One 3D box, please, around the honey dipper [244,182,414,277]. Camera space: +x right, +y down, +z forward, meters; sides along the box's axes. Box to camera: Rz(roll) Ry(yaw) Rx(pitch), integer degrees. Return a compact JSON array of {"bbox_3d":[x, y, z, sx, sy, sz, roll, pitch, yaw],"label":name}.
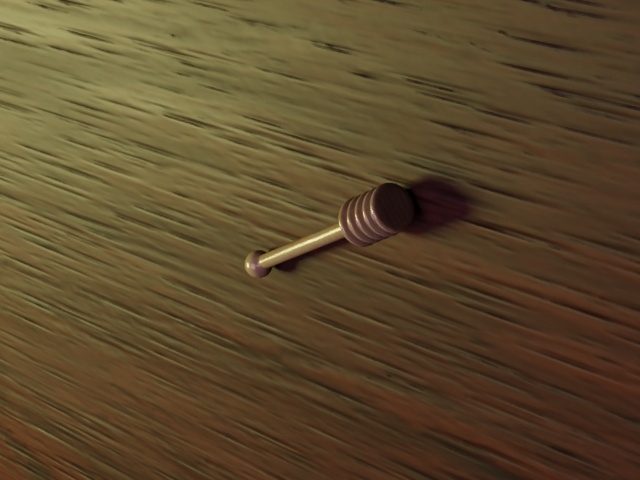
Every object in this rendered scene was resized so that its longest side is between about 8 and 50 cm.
[{"bbox_3d":[0.000,0.000,0.949,0.160,0.030,0.030,-25,93,55],"label":"honey dipper"}]
